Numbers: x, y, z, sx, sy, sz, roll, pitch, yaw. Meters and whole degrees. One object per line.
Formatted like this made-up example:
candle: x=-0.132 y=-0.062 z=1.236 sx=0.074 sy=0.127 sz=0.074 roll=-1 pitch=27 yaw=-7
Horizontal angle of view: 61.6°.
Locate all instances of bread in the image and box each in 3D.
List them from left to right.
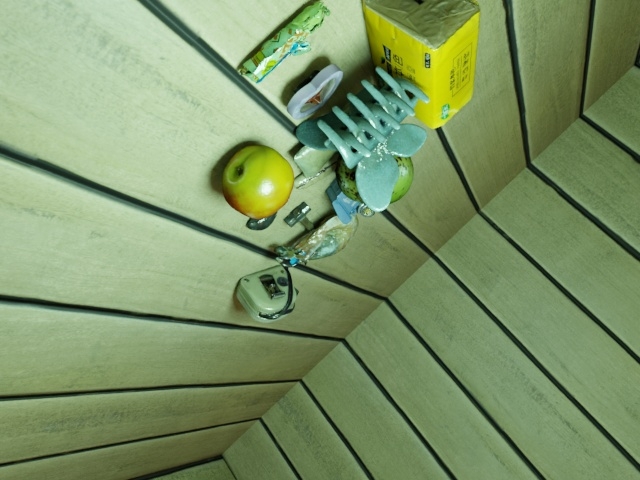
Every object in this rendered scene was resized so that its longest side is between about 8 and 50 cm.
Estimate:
bread: x=-0.007 y=-0.251 z=1.976 sx=0.214 sy=0.053 sz=0.073 roll=-34 pitch=151 yaw=-13
bread: x=0.037 y=-0.077 z=2.356 sx=0.110 sy=0.024 sz=0.110 roll=-31 pitch=154 yaw=-17

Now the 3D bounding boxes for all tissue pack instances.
tissue pack: x=0.306 y=-0.569 z=1.619 sx=0.228 sy=0.293 sz=0.382 roll=-43 pitch=156 yaw=-6

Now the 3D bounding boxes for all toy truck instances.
toy truck: x=0.180 y=-0.233 z=2.101 sx=0.175 sy=0.146 sz=0.367 roll=30 pitch=108 yaw=-30

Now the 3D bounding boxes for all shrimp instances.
shrimp: x=0.000 y=0.000 z=2.238 sx=0.445 sy=0.110 sz=0.221 roll=-26 pitch=145 yaw=-35

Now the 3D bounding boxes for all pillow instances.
pillow: x=0.038 y=-0.348 z=1.849 sx=0.302 sy=0.075 sz=0.185 roll=-44 pitch=160 yaw=0

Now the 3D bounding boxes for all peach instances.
peach: x=-0.191 y=-0.180 z=1.652 sx=0.231 sy=0.231 sz=0.231 roll=-32 pitch=154 yaw=-18

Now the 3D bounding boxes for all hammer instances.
hammer: x=-0.039 y=-0.048 z=2.253 sx=0.111 sy=0.043 sz=0.365 roll=-42 pitch=152 yaw=1

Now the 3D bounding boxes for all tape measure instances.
tape measure: x=-0.193 y=0.225 z=2.281 sx=0.271 sy=0.231 sz=0.133 roll=-16 pitch=144 yaw=-41

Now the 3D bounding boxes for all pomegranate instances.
pomegranate: x=0.194 y=-0.290 z=1.849 sx=0.285 sy=0.285 sz=0.341 roll=-10 pitch=117 yaw=-48

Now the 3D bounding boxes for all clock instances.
clock: x=-0.023 y=-0.447 z=1.610 sx=0.198 sy=0.064 sz=0.172 roll=-41 pitch=175 yaw=2

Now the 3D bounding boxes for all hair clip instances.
hair clip: x=0.151 y=-0.339 z=1.620 sx=0.318 sy=0.392 sz=0.238 roll=-42 pitch=170 yaw=-7

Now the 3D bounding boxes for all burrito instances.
burrito: x=-0.088 y=-0.514 z=1.425 sx=0.288 sy=0.054 sz=0.104 roll=-42 pitch=156 yaw=3

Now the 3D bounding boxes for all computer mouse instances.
computer mouse: x=-0.209 y=-0.072 z=1.990 sx=0.135 sy=0.047 sz=0.079 roll=-27 pitch=153 yaw=-32
